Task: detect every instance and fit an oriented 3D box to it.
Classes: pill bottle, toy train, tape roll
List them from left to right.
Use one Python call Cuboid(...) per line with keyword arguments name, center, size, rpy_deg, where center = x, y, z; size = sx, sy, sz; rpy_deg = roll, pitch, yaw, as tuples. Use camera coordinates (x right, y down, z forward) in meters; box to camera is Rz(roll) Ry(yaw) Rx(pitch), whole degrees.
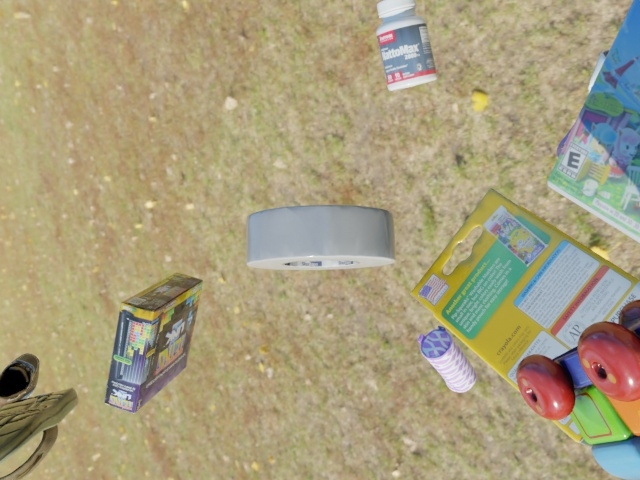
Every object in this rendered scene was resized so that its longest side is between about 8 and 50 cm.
Cuboid(name="tape roll", center=(0.000, 0.000, 1.027), size=(0.219, 0.219, 0.072), rpy_deg=(-14, 76, 59))
Cuboid(name="pill bottle", center=(0.175, -0.413, 1.464), size=(0.108, 0.108, 0.180), rpy_deg=(1, 107, 58))
Cuboid(name="toy train", center=(0.208, 0.086, 0.346), size=(0.143, 0.105, 0.248), rpy_deg=(62, 165, 15))

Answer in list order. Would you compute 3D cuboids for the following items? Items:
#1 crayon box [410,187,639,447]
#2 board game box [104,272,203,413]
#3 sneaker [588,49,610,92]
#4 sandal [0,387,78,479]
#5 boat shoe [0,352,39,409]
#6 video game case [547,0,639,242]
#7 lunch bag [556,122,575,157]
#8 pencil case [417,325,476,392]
Cuboid(name="crayon box", center=(0.301, 0.094, 0.955), size=(0.203, 0.083, 0.323), rpy_deg=(-54, 48, 7))
Cuboid(name="board game box", center=(-0.220, 0.131, 0.945), size=(0.048, 0.170, 0.141), rpy_deg=(14, 103, 9))
Cuboid(name="sneaker", center=(0.497, -0.211, 1.004), size=(0.153, 0.235, 0.094), rpy_deg=(27, 101, 35))
Cuboid(name="sandal", center=(-0.395, 0.265, 0.906), size=(0.303, 0.120, 0.086), rpy_deg=(-19, -80, -82))
Cuboid(name="boat shoe", center=(-0.543, 0.253, 1.257), size=(0.066, 0.066, 0.183), rpy_deg=(-55, 15, 20))
Cuboid(name="video game case", center=(0.288, -0.071, 0.500), size=(0.212, 0.023, 0.193), rpy_deg=(42, 129, 36))
Cuboid(name="lunch bag", center=(0.636, -0.232, 1.324), size=(0.239, 0.385, 0.328), rpy_deg=(45, 116, 29))
Cuboid(name="pencil case", center=(0.309, 0.295, 1.705), size=(0.088, 0.086, 0.206), rpy_deg=(6, 147, 39))
